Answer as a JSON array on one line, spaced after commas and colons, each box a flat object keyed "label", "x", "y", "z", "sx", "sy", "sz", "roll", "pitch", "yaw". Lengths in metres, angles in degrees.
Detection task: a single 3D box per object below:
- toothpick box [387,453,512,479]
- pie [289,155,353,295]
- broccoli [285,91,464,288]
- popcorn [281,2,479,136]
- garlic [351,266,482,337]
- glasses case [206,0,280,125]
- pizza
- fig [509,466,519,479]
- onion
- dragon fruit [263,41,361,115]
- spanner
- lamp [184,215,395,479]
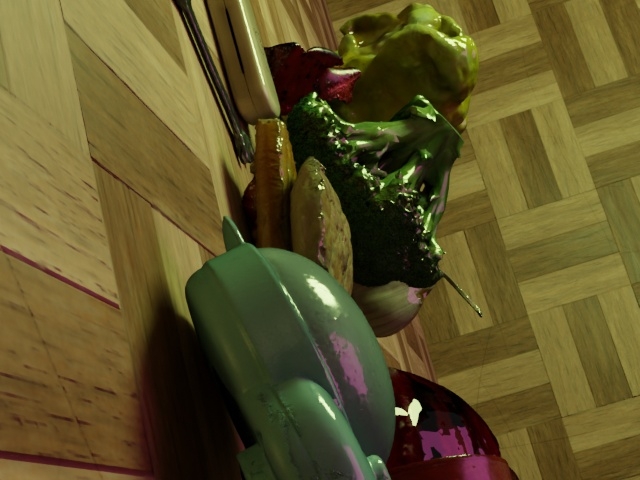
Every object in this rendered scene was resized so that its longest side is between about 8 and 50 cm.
[{"label": "toothpick box", "x": 0.128, "y": 0.394, "z": 0.975, "sx": 0.204, "sy": 0.204, "sz": 0.333, "roll": 58, "pitch": 18, "yaw": -61}, {"label": "pie", "x": 0.004, "y": 0.000, "z": 1.161, "sx": 0.218, "sy": 0.052, "sz": 0.185, "roll": 71, "pitch": 19, "yaw": -55}, {"label": "broccoli", "x": 0.065, "y": -0.080, "z": 1.408, "sx": 0.308, "sy": 0.275, "sz": 0.308, "roll": 45, "pitch": 5, "yaw": -5}, {"label": "popcorn", "x": 0.107, "y": -0.218, "z": 1.669, "sx": 0.293, "sy": 0.334, "sz": 0.292, "roll": 38, "pitch": 11, "yaw": -29}, {"label": "garlic", "x": 0.136, "y": 0.092, "z": 1.792, "sx": 0.256, "sy": 0.207, "sz": 0.207, "roll": 28, "pitch": 27, "yaw": -19}, {"label": "glasses case", "x": -0.101, "y": -0.246, "z": 1.350, "sx": 0.083, "sy": 0.050, "sz": 0.196, "roll": 47, "pitch": 26, "yaw": -77}, {"label": "pizza", "x": -0.052, "y": -0.030, "z": 1.194, "sx": 0.199, "sy": 0.062, "sz": 0.188, "roll": 66, "pitch": 22, "yaw": -69}, {"label": "fig", "x": 0.252, "y": 0.522, "z": 1.912, "sx": 0.290, "sy": 0.190, "sz": 0.191, "roll": -51, "pitch": 133, "yaw": -35}, {"label": "onion", "x": 0.176, "y": 0.317, "z": 1.585, "sx": 0.280, "sy": 0.146, "sz": 0.314, "roll": 41, "pitch": 34, "yaw": -48}, {"label": "dragon fruit", "x": -0.024, "y": -0.246, "z": 1.466, "sx": 0.092, "sy": 0.192, "sz": 0.122, "roll": 51, "pitch": -48, "yaw": 34}, {"label": "spanner", "x": -0.125, "y": -0.198, "z": 1.201, "sx": 0.054, "sy": 0.015, "sz": 0.254, "roll": -92, "pitch": 162, "yaw": -64}, {"label": "lamp", "x": -0.021, "y": 0.117, "z": 0.748, "sx": 0.284, "sy": 0.147, "sz": 0.209, "roll": -95, "pitch": 168, "yaw": -55}]
